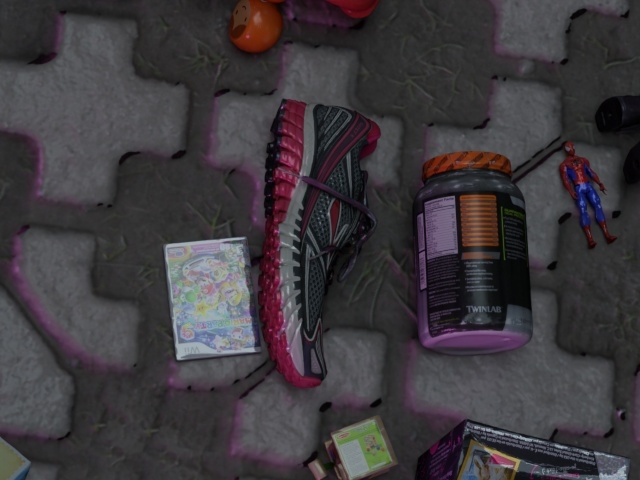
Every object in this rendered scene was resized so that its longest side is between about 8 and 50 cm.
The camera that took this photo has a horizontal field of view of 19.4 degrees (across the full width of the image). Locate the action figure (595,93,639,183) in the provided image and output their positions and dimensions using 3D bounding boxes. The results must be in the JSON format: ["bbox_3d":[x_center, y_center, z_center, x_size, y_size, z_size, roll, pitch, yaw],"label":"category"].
[{"bbox_3d":[0.446,-0.135,1.985,0.285,0.099,0.185,-11,69,-14],"label":"action figure"}]

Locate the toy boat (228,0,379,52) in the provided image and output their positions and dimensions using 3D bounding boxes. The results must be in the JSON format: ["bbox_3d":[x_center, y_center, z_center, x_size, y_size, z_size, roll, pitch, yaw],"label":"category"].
[{"bbox_3d":[-0.054,-0.268,1.946,0.231,0.151,0.151,23,102,-1],"label":"toy boat"}]

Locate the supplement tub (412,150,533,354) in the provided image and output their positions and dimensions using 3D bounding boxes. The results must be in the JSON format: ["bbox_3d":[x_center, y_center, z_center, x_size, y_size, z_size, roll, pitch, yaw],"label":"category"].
[{"bbox_3d":[0.152,0.013,1.889,0.117,0.117,0.190,1,74,-7],"label":"supplement tub"}]

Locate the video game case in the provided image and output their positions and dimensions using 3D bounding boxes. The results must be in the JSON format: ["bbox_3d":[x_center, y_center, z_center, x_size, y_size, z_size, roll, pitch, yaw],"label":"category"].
[{"bbox_3d":[-0.110,0.059,1.896,0.087,0.011,0.122,-5,75,-9],"label":"video game case"}]

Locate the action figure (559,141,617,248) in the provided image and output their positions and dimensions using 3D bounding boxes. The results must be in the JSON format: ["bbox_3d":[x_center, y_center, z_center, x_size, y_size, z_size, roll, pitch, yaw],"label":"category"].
[{"bbox_3d":[0.279,-0.051,1.971,0.038,0.030,0.115,-17,75,-7],"label":"action figure"}]

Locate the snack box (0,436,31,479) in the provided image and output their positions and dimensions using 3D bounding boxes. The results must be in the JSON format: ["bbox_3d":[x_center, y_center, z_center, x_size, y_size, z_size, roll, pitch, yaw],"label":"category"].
[{"bbox_3d":[-0.453,0.177,1.755,0.322,0.060,0.187,39,47,5],"label":"snack box"}]

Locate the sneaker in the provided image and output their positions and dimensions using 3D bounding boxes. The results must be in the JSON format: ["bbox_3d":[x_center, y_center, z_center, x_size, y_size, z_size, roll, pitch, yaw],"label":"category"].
[{"bbox_3d":[0.000,0.000,1.871,0.112,0.121,0.299,6,73,-8],"label":"sneaker"}]

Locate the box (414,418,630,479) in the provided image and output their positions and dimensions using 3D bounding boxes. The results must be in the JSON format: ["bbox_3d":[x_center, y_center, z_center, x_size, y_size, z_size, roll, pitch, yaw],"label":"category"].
[{"bbox_3d":[0.175,0.270,1.750,0.163,0.247,0.142,14,75,-3],"label":"box"}]

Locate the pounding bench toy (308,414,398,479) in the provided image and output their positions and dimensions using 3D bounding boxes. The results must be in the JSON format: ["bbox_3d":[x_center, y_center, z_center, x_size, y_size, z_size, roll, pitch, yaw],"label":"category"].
[{"bbox_3d":[0.025,0.214,1.841,0.083,0.065,0.052,-20,79,-12],"label":"pounding bench toy"}]
